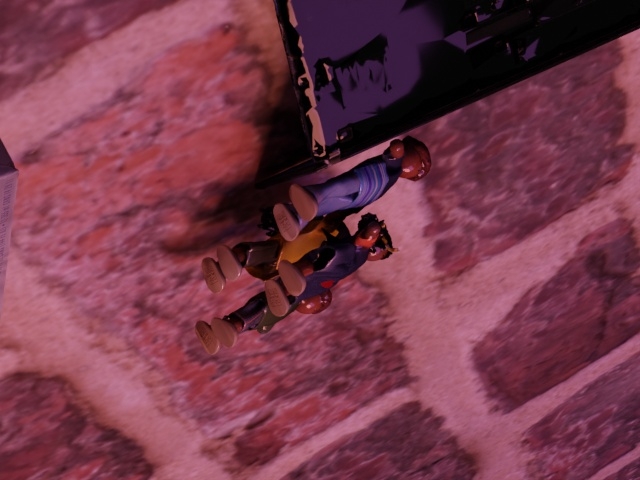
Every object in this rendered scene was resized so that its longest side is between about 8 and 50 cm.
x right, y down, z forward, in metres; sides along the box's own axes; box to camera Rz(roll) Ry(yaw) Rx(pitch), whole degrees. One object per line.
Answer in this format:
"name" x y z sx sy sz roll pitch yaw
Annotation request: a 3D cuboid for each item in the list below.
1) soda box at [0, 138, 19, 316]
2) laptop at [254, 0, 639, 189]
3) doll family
"soda box" -0.219 0.022 0.970 0.091 0.098 0.286 -21 155 -24
"laptop" 0.066 -0.144 1.084 0.234 0.136 0.264 -25 130 -14
"doll family" 0.000 0.000 1.174 0.111 0.076 0.193 -19 173 -39
